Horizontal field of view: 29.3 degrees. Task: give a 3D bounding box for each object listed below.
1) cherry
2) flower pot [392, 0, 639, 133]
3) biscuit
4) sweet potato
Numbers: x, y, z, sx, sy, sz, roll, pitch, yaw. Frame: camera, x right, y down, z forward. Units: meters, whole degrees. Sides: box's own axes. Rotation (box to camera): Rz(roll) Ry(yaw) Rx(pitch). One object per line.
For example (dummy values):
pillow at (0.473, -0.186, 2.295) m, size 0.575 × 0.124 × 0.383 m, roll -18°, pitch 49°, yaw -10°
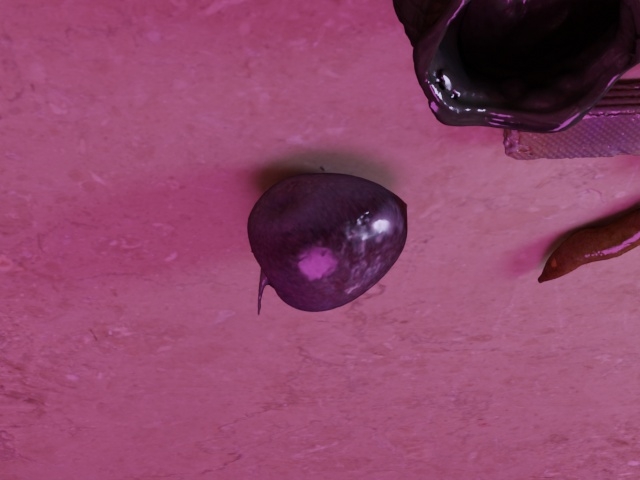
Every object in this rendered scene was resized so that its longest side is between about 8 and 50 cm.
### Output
cherry at (0.000, 0.000, 1.739) m, size 0.266 × 0.183 × 0.213 m, roll -26°, pitch 152°, yaw 3°
flower pot at (0.232, -0.265, 1.353) m, size 0.302 × 0.213 × 0.302 m, roll -2°, pitch 145°, yaw -2°
biscuit at (0.368, -0.160, 1.653) m, size 0.239 × 0.062 × 0.108 m, roll -2°, pitch 147°, yaw -2°
sweet potato at (0.440, 0.000, 1.894) m, size 0.281 × 0.059 × 0.067 m, roll -24°, pitch 176°, yaw 31°
